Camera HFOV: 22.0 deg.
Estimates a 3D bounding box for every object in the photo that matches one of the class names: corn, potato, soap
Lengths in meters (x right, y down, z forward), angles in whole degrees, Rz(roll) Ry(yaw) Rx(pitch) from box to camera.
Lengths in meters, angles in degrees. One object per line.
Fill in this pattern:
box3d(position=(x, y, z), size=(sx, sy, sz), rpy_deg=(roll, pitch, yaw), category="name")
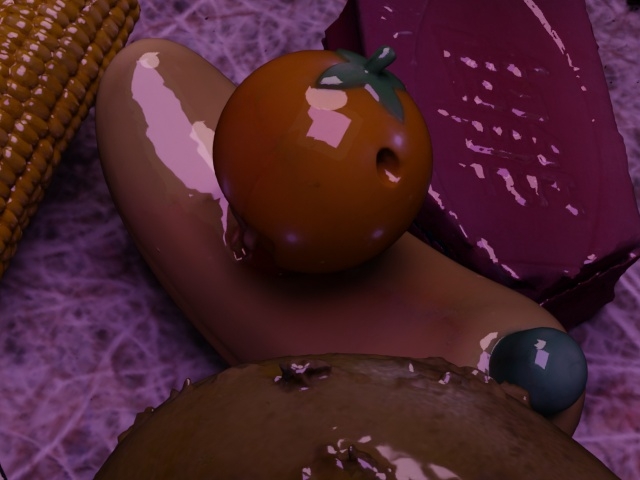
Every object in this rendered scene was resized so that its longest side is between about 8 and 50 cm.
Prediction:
box3d(position=(-0.183, -0.059, 0.899), size=(0.093, 0.093, 0.244), rpy_deg=(23, 74, 8), category="corn")
box3d(position=(0.050, 0.184, 0.648), size=(0.359, 0.270, 0.219), rpy_deg=(16, 21, 38), category="potato")
box3d(position=(0.096, -0.045, 0.971), size=(0.162, 0.099, 0.250), rpy_deg=(3, 53, -15), category="soap")

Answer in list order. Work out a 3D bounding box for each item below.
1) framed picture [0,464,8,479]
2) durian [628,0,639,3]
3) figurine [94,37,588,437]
box3d(position=(-0.272, 0.248, 0.742), size=(0.347, 0.016, 0.265), rpy_deg=(-17, 59, -20), category="framed picture")
box3d(position=(0.312, -0.223, 1.107), size=(0.237, 0.138, 0.193), rpy_deg=(21, 53, 6), category="durian")
box3d(position=(0.000, 0.000, 0.839), size=(0.124, 0.222, 0.324), rpy_deg=(-34, 66, -26), category="figurine")
